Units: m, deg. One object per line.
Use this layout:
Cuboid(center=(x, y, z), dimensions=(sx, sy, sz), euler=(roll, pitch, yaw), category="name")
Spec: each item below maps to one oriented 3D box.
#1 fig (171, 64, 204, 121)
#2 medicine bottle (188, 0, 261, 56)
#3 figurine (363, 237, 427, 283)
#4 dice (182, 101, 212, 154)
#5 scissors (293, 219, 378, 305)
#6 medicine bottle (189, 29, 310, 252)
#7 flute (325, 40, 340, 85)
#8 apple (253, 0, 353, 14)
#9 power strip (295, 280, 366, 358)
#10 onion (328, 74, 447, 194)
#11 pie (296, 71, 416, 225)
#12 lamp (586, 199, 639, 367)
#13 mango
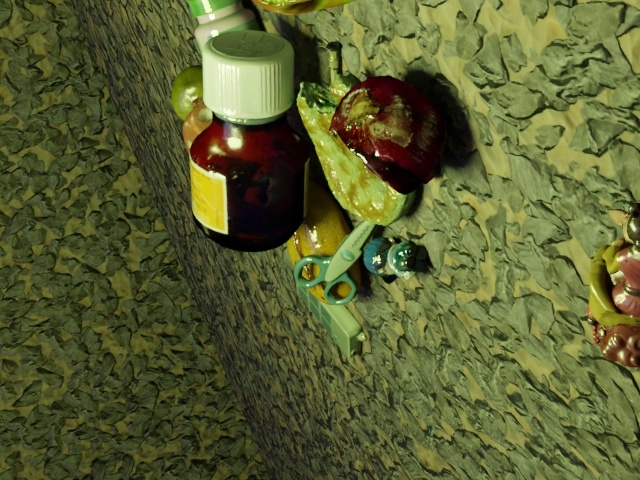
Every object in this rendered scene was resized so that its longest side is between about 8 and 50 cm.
Cuboid(center=(-0.295, -0.358, 2.207), dimensions=(0.142, 0.148, 0.186), euler=(52, -159, -8), category="fig")
Cuboid(center=(-0.176, -0.386, 1.841), dimensions=(0.133, 0.133, 0.274), euler=(20, 135, 63), category="medicine bottle")
Cuboid(center=(0.139, 0.037, 1.674), dimensions=(0.149, 0.087, 0.086), euler=(178, 105, -68), category="figurine")
Cuboid(center=(-0.204, -0.220, 2.064), dimensions=(0.179, 0.174, 0.175), euler=(54, 157, 27), category="dice")
Cuboid(center=(0.052, 0.025, 1.778), dimensions=(0.138, 0.041, 0.289), euler=(34, 131, -3), category="scissors")
Cuboid(center=(-0.129, -0.195, 1.719), dimensions=(0.242, 0.243, 0.395), euler=(45, 138, 42), category="medicine bottle")
Cuboid(center=(0.029, -0.262, 1.640), dimensions=(0.027, 0.027, 0.233), euler=(48, 155, 37), category="flute")
Cuboid(center=(-0.018, -0.434, 1.220), dimensions=(0.246, 0.246, 0.226), euler=(177, 78, -69), category="apple")
Cuboid(center=(0.019, 0.171, 2.187), dimensions=(0.270, 0.046, 0.118), euler=(50, 156, 31), category="power strip")
Cuboid(center=(0.129, -0.155, 1.387), dimensions=(0.218, 0.139, 0.195), euler=(31, -172, -43), category="onion")
Cuboid(center=(0.062, -0.160, 1.591), dimensions=(0.302, 0.067, 0.302), euler=(43, 152, 30), category="pie")
Cuboid(center=(0.369, 0.034, 1.034), dimensions=(0.118, 0.118, 0.253), euler=(40, 151, 49), category="lamp")
Cuboid(center=(-0.004, 0.004, 1.914), dimensions=(0.177, 0.120, 0.294), euler=(1, 118, 60), category="mango")
